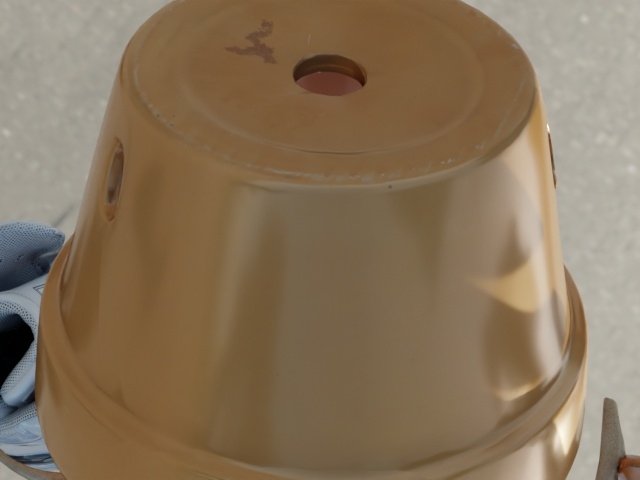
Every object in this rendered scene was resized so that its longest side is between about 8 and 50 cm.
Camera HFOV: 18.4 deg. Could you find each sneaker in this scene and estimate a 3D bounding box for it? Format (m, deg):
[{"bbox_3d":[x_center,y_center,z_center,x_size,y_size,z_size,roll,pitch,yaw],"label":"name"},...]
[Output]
[{"bbox_3d":[-0.102,0.030,1.280,0.365,0.137,0.210,-33,168,7],"label":"sneaker"}]

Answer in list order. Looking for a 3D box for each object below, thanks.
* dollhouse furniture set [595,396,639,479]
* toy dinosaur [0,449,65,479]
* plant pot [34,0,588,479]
[{"bbox_3d":[0.271,0.155,1.055,0.259,0.262,0.135,72,28,-51],"label":"dollhouse furniture set"},{"bbox_3d":[-0.081,0.133,1.044,0.211,0.112,0.064,1,97,-13],"label":"toy dinosaur"},{"bbox_3d":[0.000,0.000,0.984,0.291,0.291,0.203,-27,137,-34],"label":"plant pot"}]
